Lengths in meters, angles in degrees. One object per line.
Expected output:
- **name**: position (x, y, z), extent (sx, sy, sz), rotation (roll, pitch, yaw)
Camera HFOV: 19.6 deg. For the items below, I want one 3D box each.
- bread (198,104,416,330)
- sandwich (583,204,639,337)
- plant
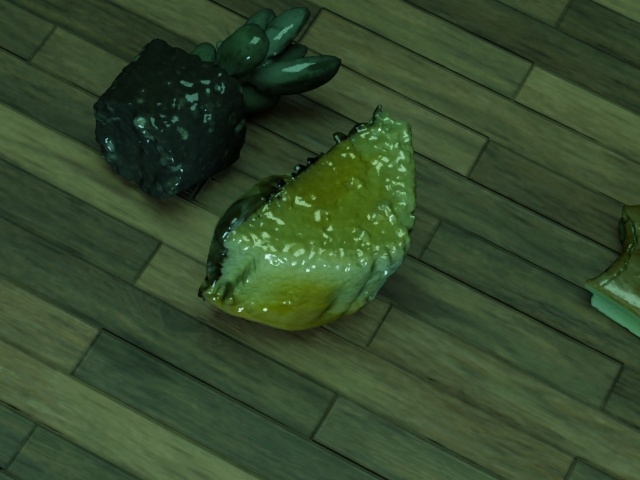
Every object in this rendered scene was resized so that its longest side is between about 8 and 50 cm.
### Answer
- **bread**: position (0.000, 0.000, 1.926), extent (0.262, 0.204, 0.162), rotation (-37, 82, -28)
- **sandwich**: position (0.424, 0.019, 2.037), extent (0.212, 0.063, 0.245), rotation (35, 60, 15)
- **plant**: position (-0.115, -0.169, 2.034), extent (0.274, 0.149, 0.146), rotation (-36, 70, -27)
